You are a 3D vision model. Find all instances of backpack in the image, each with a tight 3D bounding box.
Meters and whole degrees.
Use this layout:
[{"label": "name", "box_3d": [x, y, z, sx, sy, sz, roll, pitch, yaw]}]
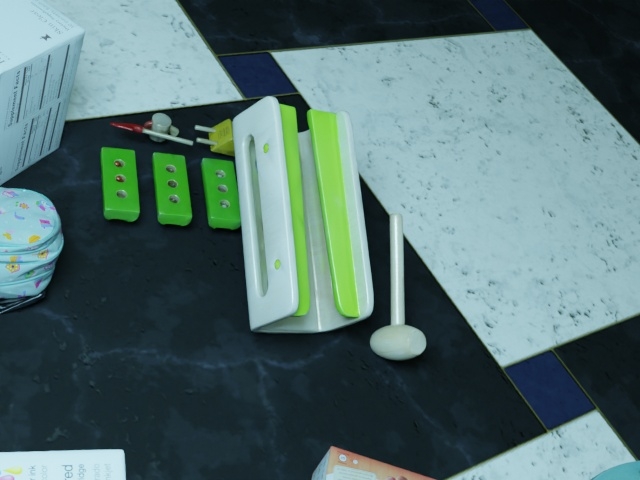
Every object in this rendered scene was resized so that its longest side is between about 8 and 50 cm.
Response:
[{"label": "backpack", "box_3d": [-0.376, 0.007, 1.025, 0.181, 0.115, 0.152, 4, 46, -28]}]

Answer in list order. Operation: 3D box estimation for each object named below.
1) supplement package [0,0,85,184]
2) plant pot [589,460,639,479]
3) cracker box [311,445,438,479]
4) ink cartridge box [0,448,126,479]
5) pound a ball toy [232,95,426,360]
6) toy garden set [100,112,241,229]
[{"label": "supplement package", "box_3d": [-0.449, -0.226, 1.143, 0.261, 0.204, 0.145, 35, 44, 7]}, {"label": "plant pot", "box_3d": [0.323, 0.355, 0.880, 0.292, 0.235, 0.293, 0, 27, 0]}, {"label": "cracker box", "box_3d": [0.058, 0.343, 0.959, 0.155, 0.067, 0.232, 19, 44, -9]}, {"label": "ink cartridge box", "box_3d": [-0.287, 0.273, 0.699, 0.278, 0.117, 0.201, 3, 47, -19]}, {"label": "pound a ball toy", "box_3d": [0.000, 0.000, 1.185, 0.208, 0.135, 0.319, 5, 72, -37]}, {"label": "toy garden set", "box_3d": [-0.177, -0.093, 1.272, 0.244, 0.049, 0.204, 5, 49, -22]}]
